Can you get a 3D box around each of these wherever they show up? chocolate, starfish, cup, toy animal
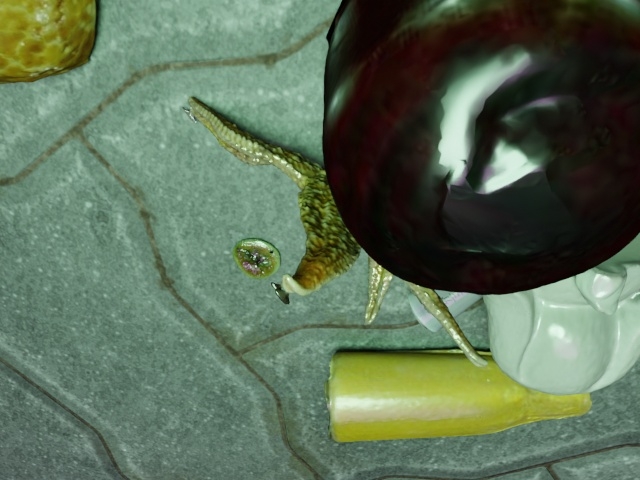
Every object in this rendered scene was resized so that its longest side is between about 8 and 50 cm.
[{"bbox_3d":[0.160,-0.129,0.455,0.384,0.331,0.383,4,122,7],"label":"chocolate"},{"bbox_3d":[0.010,-0.007,0.599,0.132,0.384,0.398,-39,126,10],"label":"starfish"},{"bbox_3d":[0.195,0.077,0.741,0.116,0.074,0.104,-42,81,24],"label":"cup"},{"bbox_3d":[0.337,0.102,0.652,0.272,0.206,0.265,6,120,2],"label":"toy animal"},{"bbox_3d":[0.230,0.272,0.819,0.445,0.162,0.162,-3,122,4],"label":"chocolate"}]

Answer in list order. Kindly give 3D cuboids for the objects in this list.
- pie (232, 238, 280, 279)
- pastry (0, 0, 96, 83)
[{"bbox_3d":[-0.108,0.031,0.774,0.084,0.021,0.084,3,124,5],"label":"pie"},{"bbox_3d":[-0.406,-0.286,0.526,0.237,0.170,0.256,31,127,-9],"label":"pastry"}]
